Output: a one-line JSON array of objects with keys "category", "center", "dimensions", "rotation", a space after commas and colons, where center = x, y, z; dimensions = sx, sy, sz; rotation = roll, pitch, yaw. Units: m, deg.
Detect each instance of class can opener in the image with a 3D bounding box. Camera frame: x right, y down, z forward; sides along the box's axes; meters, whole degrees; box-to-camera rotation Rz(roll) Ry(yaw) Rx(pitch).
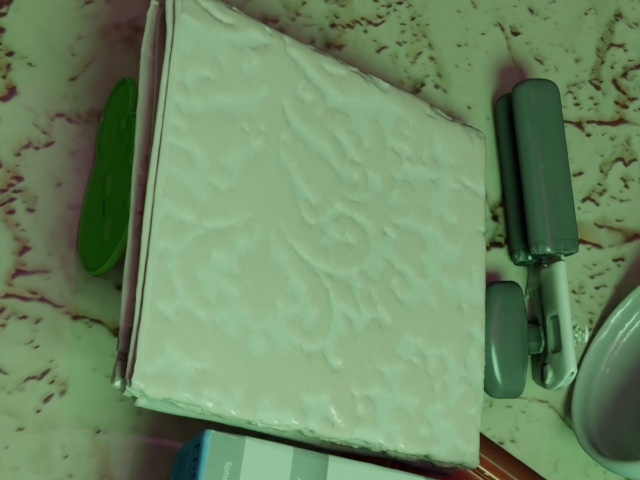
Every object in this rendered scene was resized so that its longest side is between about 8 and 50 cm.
[{"category": "can opener", "center": [0.181, -0.004, 1.021], "dimensions": [0.093, 0.074, 0.280], "rotation": [4, 78, -17]}]

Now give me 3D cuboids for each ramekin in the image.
[{"category": "ramekin", "center": [0.322, 0.124, 0.977], "dimensions": [0.109, 0.207, 0.207], "rotation": [35, 70, -18]}]

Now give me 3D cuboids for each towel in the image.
[{"category": "towel", "center": [0.000, 0.000, 0.892], "dimensions": [0.332, 0.053, 0.316], "rotation": [21, 62, -36]}]

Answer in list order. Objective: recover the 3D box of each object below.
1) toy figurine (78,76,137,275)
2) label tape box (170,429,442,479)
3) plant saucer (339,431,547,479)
[{"category": "toy figurine", "center": [-0.095, -0.036, 0.937], "dimensions": [0.159, 0.130, 0.173], "rotation": [15, 49, -28]}, {"category": "label tape box", "center": [0.049, 0.296, 0.829], "dimensions": [0.348, 0.115, 0.249], "rotation": [14, 65, -13]}, {"category": "plant saucer", "center": [0.104, 0.282, 0.952], "dimensions": [0.258, 0.048, 0.259], "rotation": [36, 70, -8]}]
